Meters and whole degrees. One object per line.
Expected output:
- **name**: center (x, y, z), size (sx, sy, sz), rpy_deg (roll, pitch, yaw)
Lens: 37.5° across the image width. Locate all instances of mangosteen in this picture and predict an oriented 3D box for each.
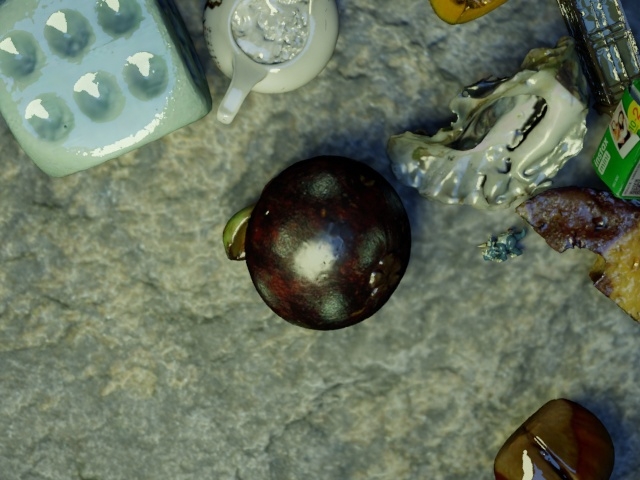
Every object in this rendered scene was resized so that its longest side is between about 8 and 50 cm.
- **mangosteen**: center (0.000, 0.000, 1.476), size (0.288, 0.288, 0.288), rpy_deg (0, 103, -2)

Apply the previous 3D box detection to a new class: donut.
- **donut**: center (0.457, -0.016, 1.554), size (0.295, 0.112, 0.151), rpy_deg (39, 95, -14)

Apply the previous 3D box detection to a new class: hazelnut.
- **hazelnut**: center (0.407, 0.385, 1.611), size (0.212, 0.181, 0.181), rpy_deg (-43, 81, -3)

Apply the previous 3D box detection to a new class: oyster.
- **oyster**: center (0.283, -0.180, 1.499), size (0.238, 0.115, 0.351), rpy_deg (30, 116, -26)

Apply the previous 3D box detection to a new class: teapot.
- **teapot**: center (-0.081, -0.314, 1.452), size (0.208, 0.166, 0.299), rpy_deg (23, 91, -19)

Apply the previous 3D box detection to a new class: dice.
- **dice**: center (-0.330, -0.259, 1.395), size (0.268, 0.262, 0.264), rpy_deg (-22, 102, 3)

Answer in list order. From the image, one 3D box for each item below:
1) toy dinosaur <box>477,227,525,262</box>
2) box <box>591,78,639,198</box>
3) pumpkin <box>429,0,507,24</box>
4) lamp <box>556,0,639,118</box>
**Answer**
- **toy dinosaur**: center (0.311, 0.007, 1.596), size (0.083, 0.030, 0.047), rpy_deg (-19, 105, 2)
- **box**: center (0.572, -0.155, 1.480), size (0.250, 0.103, 0.180), rpy_deg (2, 132, -15)
- **pumpkin**: center (0.267, -0.463, 1.425), size (0.111, 0.278, 0.163), rpy_deg (-15, 73, -37)
- **lamp**: center (0.431, -0.359, 1.489), size (0.089, 0.090, 0.325), rpy_deg (-25, 103, 3)
